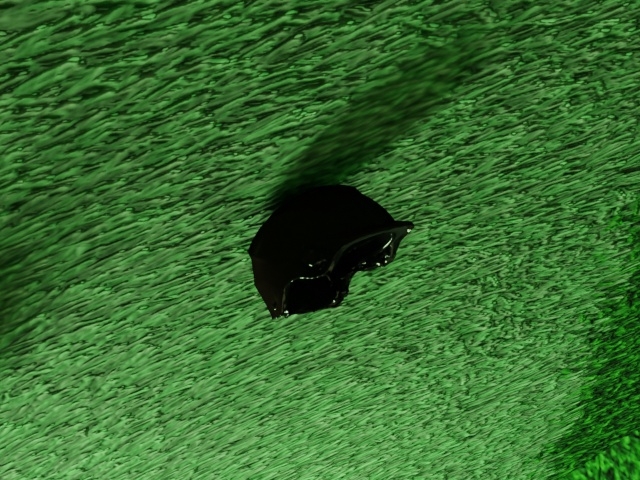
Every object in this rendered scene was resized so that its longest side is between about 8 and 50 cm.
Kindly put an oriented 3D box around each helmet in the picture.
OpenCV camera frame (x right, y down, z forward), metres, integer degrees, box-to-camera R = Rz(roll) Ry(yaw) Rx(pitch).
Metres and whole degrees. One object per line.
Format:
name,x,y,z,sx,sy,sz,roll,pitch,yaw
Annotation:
helmet,0.000,0.000,1.339,0.123,0.070,0.098,-44,162,27
